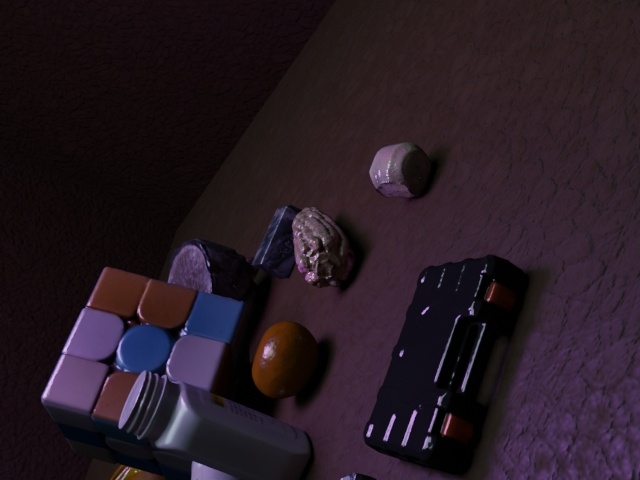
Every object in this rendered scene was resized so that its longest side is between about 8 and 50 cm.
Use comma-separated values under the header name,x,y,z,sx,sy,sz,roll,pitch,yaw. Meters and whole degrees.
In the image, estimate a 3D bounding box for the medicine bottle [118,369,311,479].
name,x,y,z,sx,sy,sz,roll,pitch,yaw
medicine bottle,-0.189,0.341,1.397,0.124,0.324,0.179,-64,17,-4

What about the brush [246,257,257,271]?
name,x,y,z,sx,sy,sz,roll,pitch,yaw
brush,-0.267,0.189,2.337,0.313,0.072,0.067,-56,41,12

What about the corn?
name,x,y,z,sx,sy,sz,roll,pitch,yaw
corn,0.001,0.002,1.721,0.126,0.127,0.335,-59,13,13

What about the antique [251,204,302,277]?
name,x,y,z,sx,sy,sz,roll,pitch,yaw
antique,-0.097,-0.001,2.047,0.183,0.088,0.086,-67,18,-12

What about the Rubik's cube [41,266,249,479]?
name,x,y,z,sx,sy,sz,roll,pitch,yaw
Rubik's cube,-0.370,0.314,1.765,0.347,0.347,0.344,94,-168,-56

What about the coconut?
name,x,y,z,sx,sy,sz,roll,pitch,yaw
coconut,0.147,-0.130,1.495,0.124,0.110,0.110,-8,57,62

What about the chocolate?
name,x,y,z,sx,sy,sz,roll,pitch,yaw
chocolate,-0.275,0.148,2.139,0.303,0.213,0.303,-7,81,55

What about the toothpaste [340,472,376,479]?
name,x,y,z,sx,sy,sz,roll,pitch,yaw
toothpaste,0.033,0.429,1.103,0.047,0.040,0.196,-45,24,56

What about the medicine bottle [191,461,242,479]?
name,x,y,z,sx,sy,sz,roll,pitch,yaw
medicine bottle,-0.177,0.487,1.463,0.144,0.144,0.252,-59,19,12

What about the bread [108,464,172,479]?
name,x,y,z,sx,sy,sz,roll,pitch,yaw
bread,-0.521,0.729,2.091,0.333,0.160,0.333,-53,21,31

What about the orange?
name,x,y,z,sx,sy,sz,roll,pitch,yaw
orange,-0.068,0.238,1.548,0.156,0.124,0.156,-163,90,-88

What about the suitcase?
name,x,y,z,sx,sy,sz,roll,pitch,yaw
suitcase,0.164,0.163,1.067,0.206,0.066,0.285,-17,49,67
